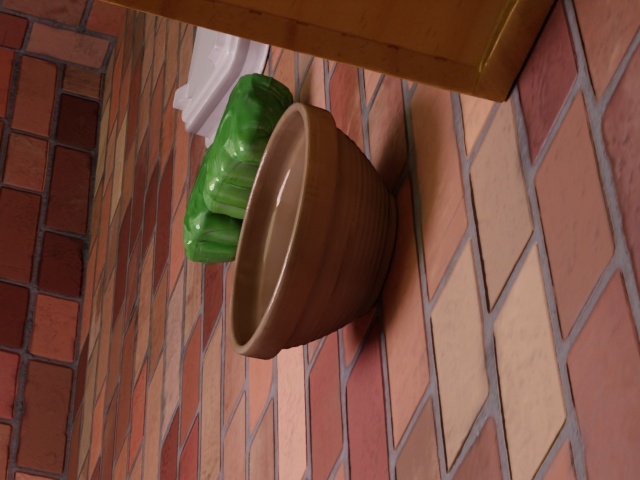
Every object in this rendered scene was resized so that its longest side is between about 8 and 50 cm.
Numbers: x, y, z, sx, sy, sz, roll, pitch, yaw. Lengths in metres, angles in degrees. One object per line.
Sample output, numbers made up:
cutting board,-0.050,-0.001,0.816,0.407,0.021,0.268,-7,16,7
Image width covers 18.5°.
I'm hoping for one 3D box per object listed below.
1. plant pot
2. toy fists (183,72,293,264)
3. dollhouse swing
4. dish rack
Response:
plant pot,0.000,0.000,1.790,0.237,0.110,0.237,-167,90,-76
toy fists,-0.097,-0.067,2.307,0.279,0.096,0.142,121,168,-57
dollhouse swing,0.011,-0.308,1.519,0.315,0.347,0.305,-109,34,-67
dish rack,-0.129,-0.303,2.729,0.333,0.072,0.285,138,144,-66
